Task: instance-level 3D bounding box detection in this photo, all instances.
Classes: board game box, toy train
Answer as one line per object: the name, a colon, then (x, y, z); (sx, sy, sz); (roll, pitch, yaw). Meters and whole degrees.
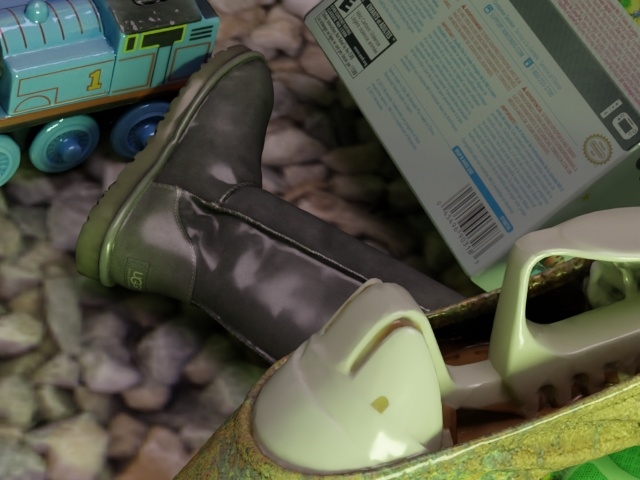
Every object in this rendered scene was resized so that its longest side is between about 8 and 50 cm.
board game box: (0.167, -0.134, 0.954); (0.097, 0.303, 0.224); (32, 23, -51)
toy train: (-0.145, -0.092, 0.942); (0.184, 0.105, 0.080); (-15, 52, -30)

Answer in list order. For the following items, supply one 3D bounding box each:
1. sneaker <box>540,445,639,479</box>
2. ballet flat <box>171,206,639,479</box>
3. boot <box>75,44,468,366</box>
sneaker: (0.239, 0.085, 0.871); (0.295, 0.123, 0.109); (-8, 50, -24)
ballet flat: (0.075, 0.057, 0.781); (0.348, 0.123, 0.123); (-17, 50, -5)
boot: (0.000, 0.001, 0.917); (0.208, 0.076, 0.189); (22, 57, 14)
